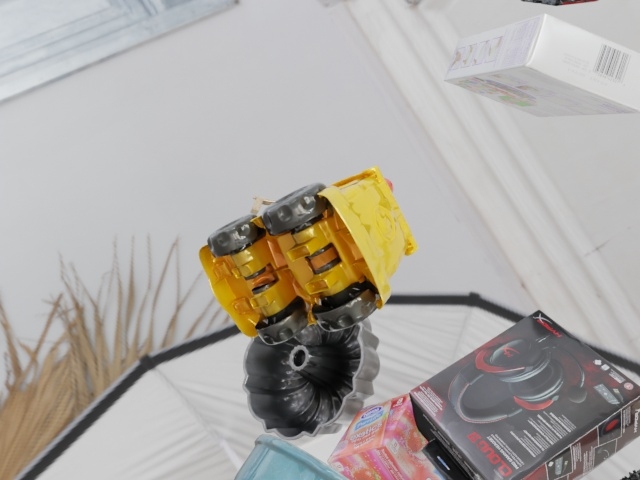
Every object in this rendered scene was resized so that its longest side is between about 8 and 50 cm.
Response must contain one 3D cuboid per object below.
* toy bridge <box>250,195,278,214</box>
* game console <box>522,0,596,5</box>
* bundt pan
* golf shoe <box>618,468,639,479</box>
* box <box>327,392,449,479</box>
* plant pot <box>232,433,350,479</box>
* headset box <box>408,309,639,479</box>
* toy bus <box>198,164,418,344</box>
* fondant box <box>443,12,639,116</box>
[{"bbox_3d":[-0.055,-0.050,1.388,0.188,0.063,0.026,26,-28,-9],"label":"toy bridge"},{"bbox_3d":[0.402,-0.460,1.167,0.144,0.124,0.085,-112,-165,-65],"label":"game console"},{"bbox_3d":[-0.006,0.259,1.408,0.124,0.331,0.331,27,8,-44],"label":"bundt pan"},{"bbox_3d":[0.458,0.345,0.889,0.077,0.198,0.094,-17,-90,53],"label":"golf shoe"},{"bbox_3d":[0.173,0.442,1.186,0.142,0.154,0.300,-29,-82,36],"label":"box"},{"bbox_3d":[-0.033,0.369,0.620,0.271,0.255,0.272,33,-26,18],"label":"plant pot"},{"bbox_3d":[0.291,0.265,0.997,0.218,0.293,0.110,46,-21,49],"label":"headset box"},{"bbox_3d":[0.000,0.000,0.784,0.220,0.211,0.149,-20,-75,38],"label":"toy bus"},{"bbox_3d":[0.410,-0.312,1.241,0.330,0.238,0.096,-149,-104,-74],"label":"fondant box"}]
